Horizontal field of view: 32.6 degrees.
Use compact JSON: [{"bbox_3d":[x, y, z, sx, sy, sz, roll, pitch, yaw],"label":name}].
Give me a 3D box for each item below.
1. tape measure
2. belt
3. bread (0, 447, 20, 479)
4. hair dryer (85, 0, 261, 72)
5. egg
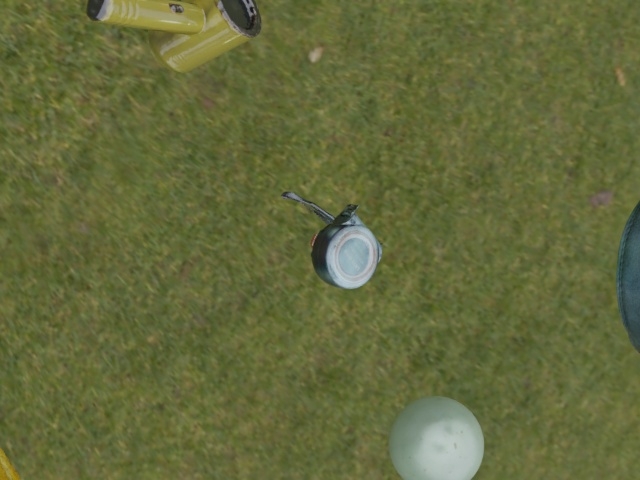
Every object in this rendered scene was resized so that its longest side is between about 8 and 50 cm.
[{"bbox_3d":[0.001,0.003,1.607,0.107,0.180,0.104,-49,135,-19],"label":"tape measure"},{"bbox_3d":[0.469,0.054,1.379,0.206,0.116,0.267,-26,115,-36],"label":"belt"},{"bbox_3d":[-0.474,0.316,1.240,0.204,0.358,0.337,-38,155,14],"label":"bread"},{"bbox_3d":[-0.205,-0.281,1.394,0.278,0.135,0.090,-9,80,-61],"label":"hair dryer"},{"bbox_3d":[0.182,0.320,1.721,0.149,0.149,0.192,-41,154,-10],"label":"egg"}]
